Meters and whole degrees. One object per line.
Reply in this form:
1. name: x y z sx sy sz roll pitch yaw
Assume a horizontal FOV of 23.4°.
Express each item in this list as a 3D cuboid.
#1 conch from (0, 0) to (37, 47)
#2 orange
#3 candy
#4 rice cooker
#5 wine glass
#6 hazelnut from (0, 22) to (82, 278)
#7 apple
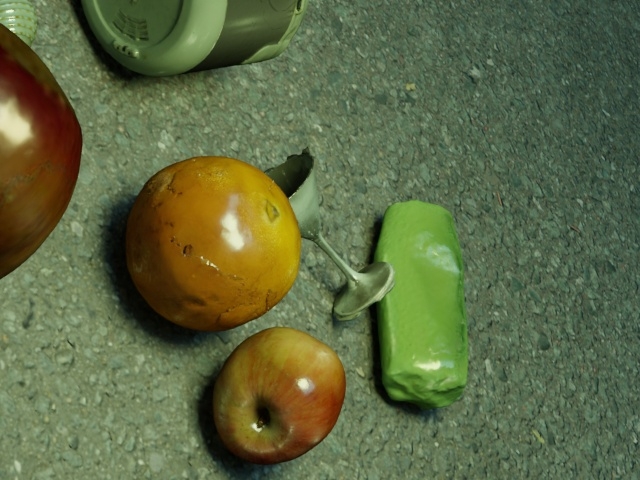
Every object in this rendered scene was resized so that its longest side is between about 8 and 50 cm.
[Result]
1. conch: -0.441 -0.287 2.007 0.135 0.102 0.153 -5 37 -37
2. orange: -0.143 0.004 2.061 0.240 0.240 0.240 26 50 -35
3. candy: 0.153 0.096 2.409 0.142 0.132 0.344 1 55 0
4. rice cooker: -0.177 -0.380 2.218 0.277 0.288 0.288 -21 83 -51
5. wine glass: 0.000 0.000 2.284 0.232 0.156 0.156 48 40 -23
6. hazelnut: -0.460 -0.122 1.691 0.409 0.359 0.359 33 46 -24
7. apple: -0.054 0.201 2.068 0.199 0.199 0.199 26 50 -35
